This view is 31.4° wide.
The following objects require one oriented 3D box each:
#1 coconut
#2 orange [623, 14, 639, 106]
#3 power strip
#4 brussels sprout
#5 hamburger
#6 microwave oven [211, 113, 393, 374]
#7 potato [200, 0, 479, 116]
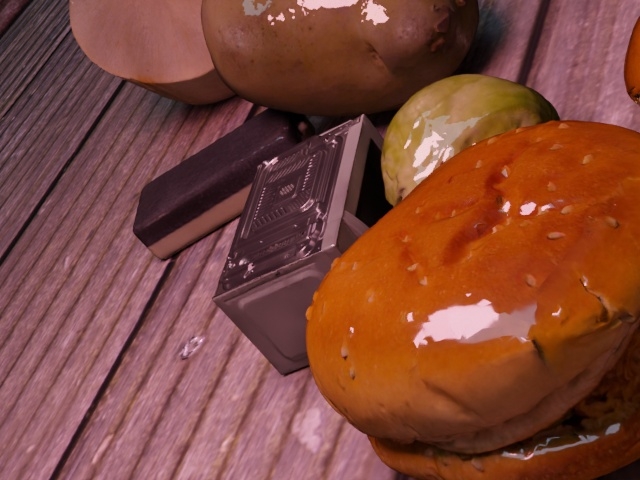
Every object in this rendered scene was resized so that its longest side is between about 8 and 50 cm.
[{"bbox_3d":[-0.208,-0.351,1.666,0.323,0.323,0.323,-30,29,18],"label":"coconut"},{"bbox_3d":[0.324,-0.143,0.914,0.156,0.134,0.157,-9,80,62],"label":"orange"},{"bbox_3d":[-0.116,-0.077,1.422,0.256,0.070,0.105,-31,31,21],"label":"power strip"},{"bbox_3d":[0.131,-0.076,1.052,0.183,0.131,0.145,-41,49,-4],"label":"brussels sprout"},{"bbox_3d":[0.133,0.038,0.829,0.314,0.170,0.290,-2,39,52],"label":"hamburger"},{"bbox_3d":[0.000,0.000,1.099,0.162,0.122,0.208,-23,31,28],"label":"microwave oven"},{"bbox_3d":[0.024,-0.256,1.328,0.326,0.221,0.243,-2,12,20],"label":"potato"}]
